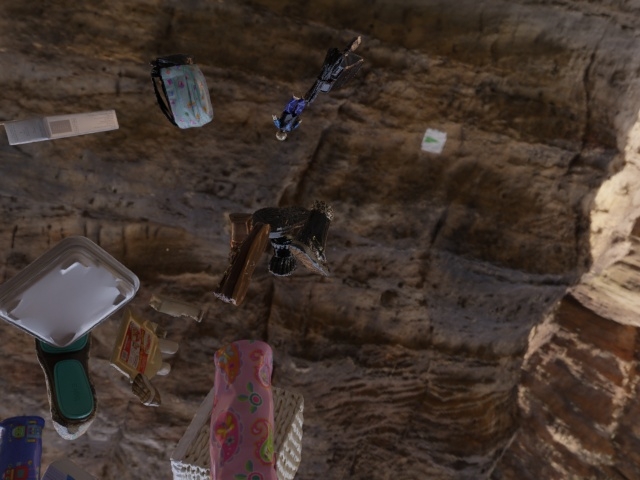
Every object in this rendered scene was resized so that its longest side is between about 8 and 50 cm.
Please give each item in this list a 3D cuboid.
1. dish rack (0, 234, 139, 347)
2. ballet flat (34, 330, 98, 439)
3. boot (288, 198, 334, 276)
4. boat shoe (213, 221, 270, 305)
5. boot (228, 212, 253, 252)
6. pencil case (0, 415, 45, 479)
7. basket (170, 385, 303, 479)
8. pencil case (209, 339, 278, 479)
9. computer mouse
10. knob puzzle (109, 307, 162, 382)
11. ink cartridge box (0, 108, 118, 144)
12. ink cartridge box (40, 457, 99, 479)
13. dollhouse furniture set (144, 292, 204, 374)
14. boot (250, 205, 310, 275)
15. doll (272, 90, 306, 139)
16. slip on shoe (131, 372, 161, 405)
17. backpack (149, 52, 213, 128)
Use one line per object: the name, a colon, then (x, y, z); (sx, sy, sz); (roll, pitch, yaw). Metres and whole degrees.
dish rack: (-0.718, 0.166, 1.446); (0.285, 0.332, 0.072); (53, 180, -42)
ballet flat: (-0.798, 0.387, 1.577); (0.164, 0.182, 0.483); (4, -134, -38)
boot: (0.001, 0.000, 1.557); (0.085, 0.179, 0.236); (15, 161, 28)
boat shoe: (-0.186, 0.046, 1.190); (0.073, 0.207, 0.073); (20, 167, 17)
boot: (-0.315, 0.007, 2.070); (0.108, 0.220, 0.283); (-2, -165, -9)
pencil case: (-0.793, 0.623, 1.328); (0.119, 0.133, 0.306); (4, -125, -29)
basket: (-0.219, 0.617, 1.437); (0.266, 0.332, 0.328); (13, -147, 12)
pencil case: (-0.135, 0.321, 0.906); (0.124, 0.124, 0.284); (11, -137, -20)
computer mouse: (0.047, -0.446, 1.256); (0.060, 0.184, 0.262); (43, -136, 1)
knob puzzle: (-0.511, 0.309, 1.421); (0.029, 0.213, 0.213); (-15, -168, 15)
ink cartridge box: (-0.790, -0.329, 1.477); (0.261, 0.066, 0.296); (-2, -163, 17)
ink cartridge box: (-0.731, 0.738, 1.421); (0.139, 0.191, 0.082); (26, 172, 13)
dollhouse furniture set: (-0.538, 0.327, 1.770); (0.161, 0.242, 0.212); (23, 175, -37)
boot: (-0.162, 0.015, 1.925); (0.131, 0.260, 0.348); (34, -157, 27)
doll: (-0.112, -0.434, 1.781); (0.129, 0.189, 0.046); (-5, -129, -38)
slip on shoe: (-0.445, 0.384, 1.302); (0.041, 0.051, 0.135); (39, 165, -35)
backpack: (-0.344, -0.377, 1.290); (0.115, 0.182, 0.152); (-8, -160, 11)
